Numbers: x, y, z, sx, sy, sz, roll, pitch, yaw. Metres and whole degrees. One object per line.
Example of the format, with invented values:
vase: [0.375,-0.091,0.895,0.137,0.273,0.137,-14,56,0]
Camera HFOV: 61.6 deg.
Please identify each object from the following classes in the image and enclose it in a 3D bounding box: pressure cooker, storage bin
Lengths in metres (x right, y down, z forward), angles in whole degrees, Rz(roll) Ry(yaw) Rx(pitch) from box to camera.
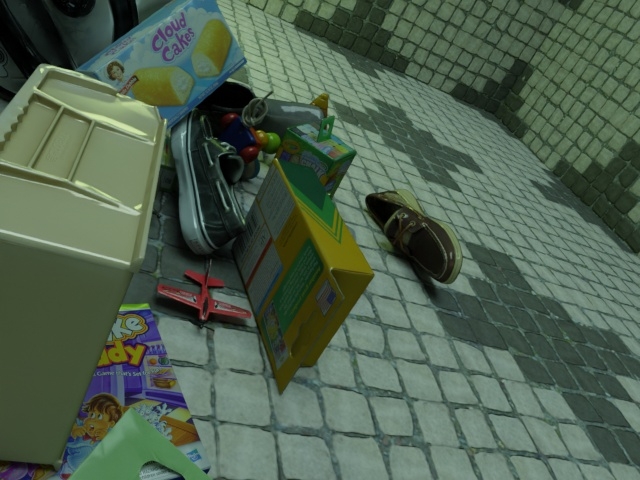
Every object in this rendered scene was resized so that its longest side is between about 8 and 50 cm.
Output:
pressure cooker: [-0.503,-0.465,1.042,0.369,0.376,0.420,27,29,-11]
storage bin: [-0.243,0.017,0.484,0.123,0.262,0.260,17,32,-22]

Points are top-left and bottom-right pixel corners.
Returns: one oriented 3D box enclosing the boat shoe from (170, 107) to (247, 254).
boat shoe: [-0.195,-0.124,0.989,0.119,0.121,0.335,-18,59,4]

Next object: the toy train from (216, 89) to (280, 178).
toy train: [-0.132,-0.210,1.113,0.143,0.248,0.105,-7,63,-57]

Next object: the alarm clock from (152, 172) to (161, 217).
alarm clock: [-0.345,-0.121,0.913,0.129,0.064,0.192,-9,67,-37]

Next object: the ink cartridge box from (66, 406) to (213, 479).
ink cartridge box: [-0.165,0.274,0.432,0.171,0.056,0.235,45,46,-7]

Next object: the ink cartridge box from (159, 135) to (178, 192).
ink cartridge box: [-0.373,-0.170,1.018,0.209,0.062,0.109,14,34,-24]

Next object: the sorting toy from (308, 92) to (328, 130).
sorting toy: [-0.073,-0.352,1.499,0.127,0.126,0.365,39,30,16]

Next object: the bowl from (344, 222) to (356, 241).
bowl: [0.000,0.000,1.097,0.142,0.053,0.142,25,30,-10]

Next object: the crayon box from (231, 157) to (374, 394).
crayon box: [-0.035,0.047,0.842,0.083,0.203,0.323,10,36,-32]

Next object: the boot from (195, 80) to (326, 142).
boot: [-0.146,-0.278,1.184,0.337,0.118,0.222,-1,-2,-6]

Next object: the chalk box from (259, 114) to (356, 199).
chalk box: [-0.016,-0.171,1.182,0.132,0.213,0.132,37,30,12]

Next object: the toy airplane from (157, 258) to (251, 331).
toy airplane: [-0.182,0.084,0.833,0.151,0.028,0.151,23,30,-14]

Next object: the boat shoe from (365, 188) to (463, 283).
boat shoe: [0.201,-0.019,1.249,0.123,0.123,0.342,4,34,-24]

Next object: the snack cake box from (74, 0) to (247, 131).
snack cake box: [-0.277,-0.315,0.968,0.089,0.152,0.264,20,60,43]

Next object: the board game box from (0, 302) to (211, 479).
board game box: [-0.313,0.179,0.521,0.346,0.078,0.233,1,40,-40]

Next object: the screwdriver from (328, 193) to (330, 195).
screwdriver: [-0.060,-0.079,1.112,0.169,0.025,0.024,-19,36,-8]
